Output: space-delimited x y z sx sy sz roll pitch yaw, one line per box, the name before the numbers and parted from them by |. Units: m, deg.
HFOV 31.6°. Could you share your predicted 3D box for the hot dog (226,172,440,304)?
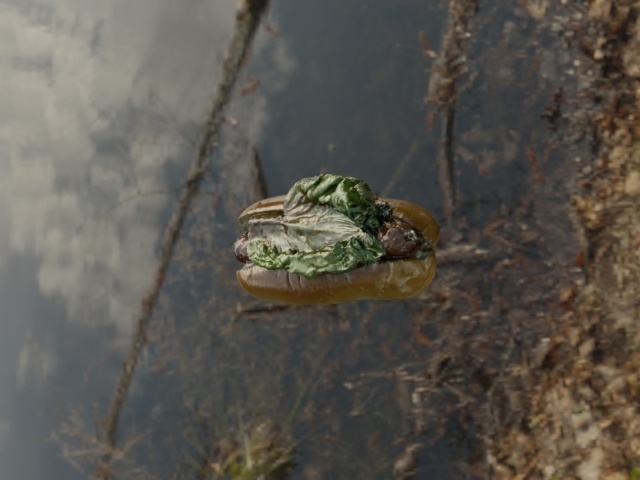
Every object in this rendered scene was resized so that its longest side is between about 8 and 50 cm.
hot dog | 0.000 0.000 0.501 0.133 0.041 0.056 -3 76 49
